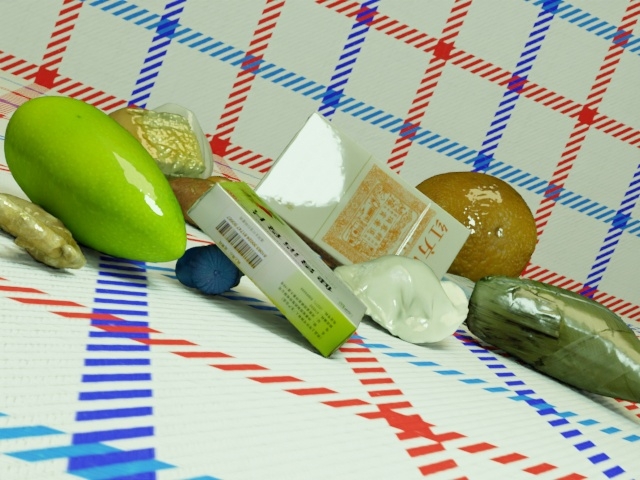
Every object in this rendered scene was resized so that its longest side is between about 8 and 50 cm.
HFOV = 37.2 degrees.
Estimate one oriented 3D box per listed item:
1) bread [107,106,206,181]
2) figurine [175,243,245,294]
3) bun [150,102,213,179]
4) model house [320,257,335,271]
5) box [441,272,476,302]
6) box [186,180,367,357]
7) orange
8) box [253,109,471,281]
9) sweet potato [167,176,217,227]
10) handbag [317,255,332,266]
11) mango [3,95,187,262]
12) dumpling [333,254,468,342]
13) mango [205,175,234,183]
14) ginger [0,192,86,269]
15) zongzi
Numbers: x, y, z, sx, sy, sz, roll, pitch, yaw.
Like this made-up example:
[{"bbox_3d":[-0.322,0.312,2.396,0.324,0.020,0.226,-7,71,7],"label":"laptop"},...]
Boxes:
[{"bbox_3d":[-0.375,-0.194,1.986,0.204,0.162,0.262,2,4,-40],"label":"bread"},{"bbox_3d":[-0.134,0.046,1.295,0.079,0.077,0.136,42,5,24],"label":"figurine"},{"bbox_3d":[-0.373,-0.251,2.366,0.263,0.175,0.263,24,7,-3],"label":"bun"},{"bbox_3d":[0.072,0.008,1.835,0.122,0.188,0.229,3,14,-24],"label":"model house"},{"bbox_3d":[0.325,0.136,2.023,0.139,0.073,0.194,16,9,-42],"label":"box"},{"bbox_3d":[-0.051,0.031,1.280,0.260,0.062,0.175,47,8,2],"label":"box"},{"bbox_3d":[0.340,-0.013,2.291,0.322,0.322,0.357,20,-2,-20],"label":"orange"},{"bbox_3d":[0.073,-0.042,1.700,0.365,0.204,0.051,37,-20,-7],"label":"box"},{"bbox_3d":[-0.223,-0.066,1.790,0.252,0.097,0.097,19,3,40],"label":"sweet potato"},{"bbox_3d":[-0.070,0.025,1.666,0.127,0.063,0.190,21,4,-20],"label":"handbag"},{"bbox_3d":[-0.288,-0.070,1.248,0.343,0.156,0.192,38,-13,37],"label":"mango"},{"bbox_3d":[0.131,0.099,1.573,0.216,0.126,0.166,34,28,-28],"label":"dumpling"},{"bbox_3d":[-0.183,-0.064,1.927,0.159,0.084,0.105,41,-17,-20],"label":"mango"},{"bbox_3d":[-0.339,-0.013,1.115,0.176,0.052,0.193,36,-2,16],"label":"ginger"},{"bbox_3d":[0.438,0.191,1.695,0.323,0.160,0.360,15,15,-12],"label":"zongzi"}]
